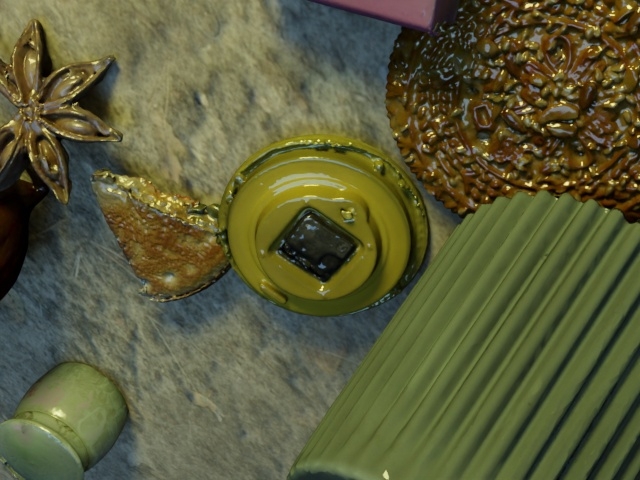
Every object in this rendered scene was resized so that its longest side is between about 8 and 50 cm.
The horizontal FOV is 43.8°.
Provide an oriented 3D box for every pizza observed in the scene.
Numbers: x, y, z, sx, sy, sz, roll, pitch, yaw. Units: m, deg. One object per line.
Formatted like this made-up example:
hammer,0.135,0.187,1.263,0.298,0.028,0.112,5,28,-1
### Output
pizza,-0.193,-0.017,0.948,0.185,0.052,0.195,-33,112,29

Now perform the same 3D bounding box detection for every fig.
fig,-0.444,-0.014,0.954,0.215,0.235,0.235,3,136,-34

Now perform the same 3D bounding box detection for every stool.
stool,0.163,0.168,0.713,0.297,0.330,0.297,28,144,23

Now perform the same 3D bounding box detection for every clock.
clock,0.000,0.000,0.864,0.237,0.057,0.237,4,122,6

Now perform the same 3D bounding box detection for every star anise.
star anise,-0.303,-0.141,0.887,0.172,0.063,0.207,-8,90,0

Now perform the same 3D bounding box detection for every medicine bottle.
medicine bottle,-0.371,0.270,1.145,0.147,0.143,0.147,10,123,16

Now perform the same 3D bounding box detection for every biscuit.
biscuit,0.206,-0.126,0.741,0.306,0.038,0.305,10,123,15

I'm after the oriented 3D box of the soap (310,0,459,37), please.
soap,0.027,-0.263,0.686,0.203,0.065,0.122,21,126,20
